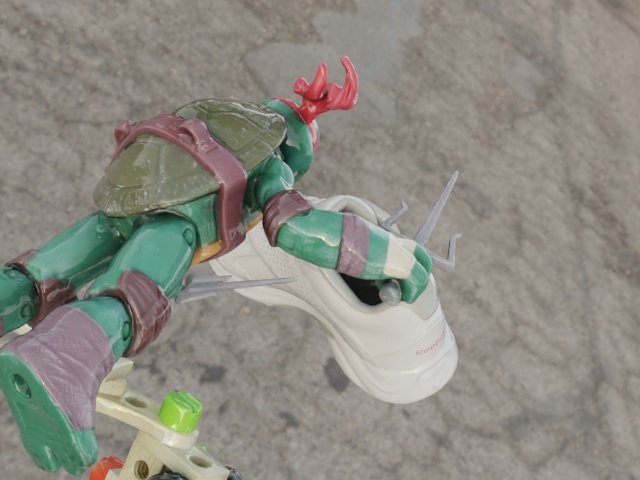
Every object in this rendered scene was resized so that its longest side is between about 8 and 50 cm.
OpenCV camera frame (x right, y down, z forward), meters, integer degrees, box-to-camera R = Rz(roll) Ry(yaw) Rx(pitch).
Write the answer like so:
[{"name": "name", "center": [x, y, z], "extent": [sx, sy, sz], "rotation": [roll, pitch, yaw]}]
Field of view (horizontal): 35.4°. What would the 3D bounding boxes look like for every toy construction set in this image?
[{"name": "toy construction set", "center": [-0.178, 0.204, 0.760], "extent": [0.215, 0.327, 0.151], "rotation": [31, 28, 34]}]

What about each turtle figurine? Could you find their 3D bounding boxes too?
[{"name": "turtle figurine", "center": [-0.055, -0.001, 0.440], "extent": [0.234, 0.175, 0.118], "rotation": [-36, 108, -38]}]

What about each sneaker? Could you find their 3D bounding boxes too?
[{"name": "sneaker", "center": [0.000, 0.000, 0.665], "extent": [0.232, 0.115, 0.090], "rotation": [33, 57, 29]}]
